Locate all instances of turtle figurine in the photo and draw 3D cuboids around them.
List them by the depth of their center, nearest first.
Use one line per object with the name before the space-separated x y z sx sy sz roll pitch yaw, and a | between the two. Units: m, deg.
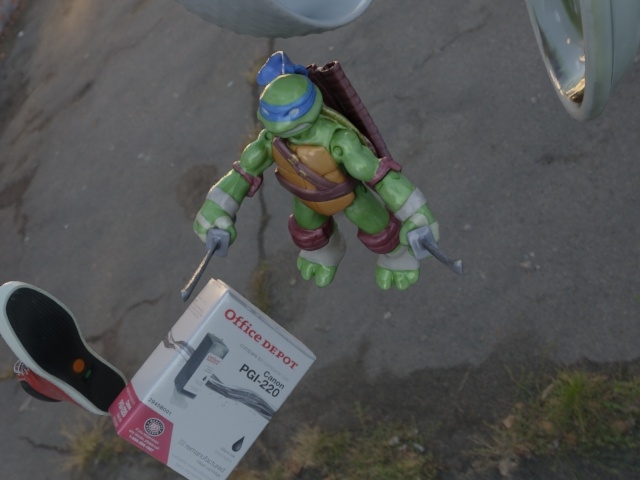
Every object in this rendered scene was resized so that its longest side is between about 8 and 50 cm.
turtle figurine | 0.000 0.000 0.645 0.198 0.266 0.274 -28 60 6

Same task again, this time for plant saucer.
plant saucer | 0.252 -0.320 0.696 0.100 0.400 0.400 -14 48 13

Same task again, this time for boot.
boot | -0.401 0.151 0.993 0.176 0.244 0.088 0 44 34

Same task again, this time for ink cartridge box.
ink cartridge box | -0.135 0.182 0.913 0.218 0.158 0.092 -53 21 -10

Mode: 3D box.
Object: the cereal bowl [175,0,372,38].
cereal bowl | -0.077 -0.320 0.548 0.141 0.339 0.339 -3 57 32
